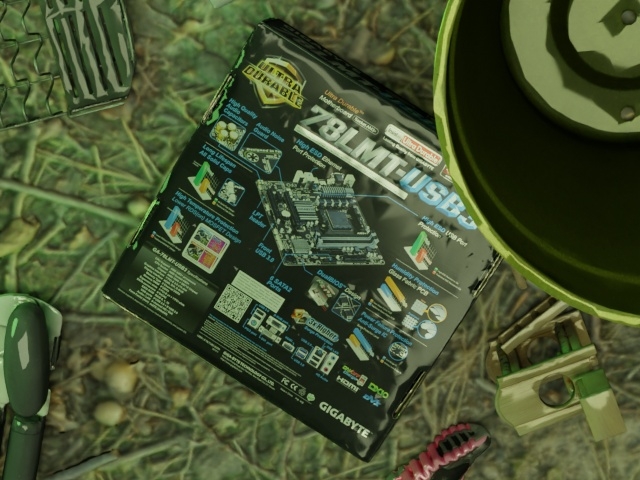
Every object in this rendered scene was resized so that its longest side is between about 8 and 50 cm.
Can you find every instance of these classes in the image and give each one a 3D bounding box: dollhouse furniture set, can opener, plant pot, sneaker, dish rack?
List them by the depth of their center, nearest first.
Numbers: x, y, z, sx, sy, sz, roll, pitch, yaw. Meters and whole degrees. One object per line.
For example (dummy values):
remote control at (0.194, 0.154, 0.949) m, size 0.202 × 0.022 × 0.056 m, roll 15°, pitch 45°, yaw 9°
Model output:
plant pot at (0.267, -0.158, 1.426) m, size 0.366 × 0.353 × 0.366 m, roll 0°, pitch 106°, yaw 2°
dollhouse furniture set at (0.184, 0.083, 1.581) m, size 0.101 × 0.182 × 0.161 m, roll -20°, pitch 104°, yaw 6°
dish rack at (-0.306, -0.180, 1.582) m, size 0.271 × 0.074 × 0.208 m, roll -14°, pitch 105°, yaw 5°
can opener at (-0.299, 0.186, 1.668) m, size 0.076 × 0.095 × 0.283 m, roll 11°, pitch 105°, yaw -1°
sneaker at (0.119, 0.221, 1.697) m, size 0.119 × 0.047 × 0.057 m, roll -38°, pitch 116°, yaw 15°

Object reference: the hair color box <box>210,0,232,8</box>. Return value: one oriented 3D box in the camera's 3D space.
hair color box at (0.035, -0.367, 1.500) m, size 0.374 × 0.113 × 0.185 m, roll -26°, pitch 103°, yaw 9°

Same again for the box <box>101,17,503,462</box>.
box at (0.000, 0.000, 1.600) m, size 0.295 × 0.073 × 0.293 m, roll 32°, pitch 103°, yaw 3°
